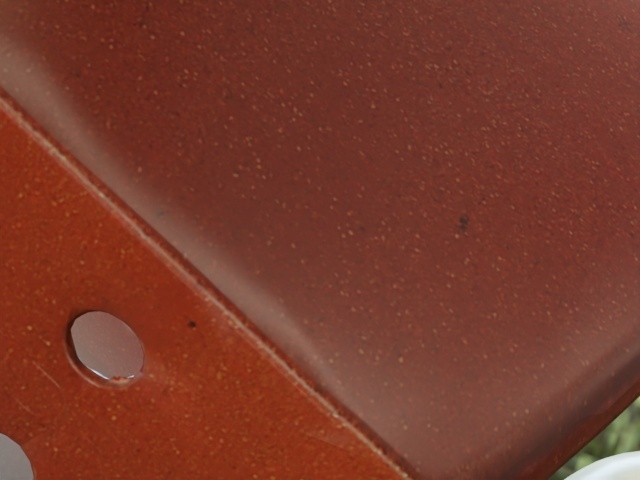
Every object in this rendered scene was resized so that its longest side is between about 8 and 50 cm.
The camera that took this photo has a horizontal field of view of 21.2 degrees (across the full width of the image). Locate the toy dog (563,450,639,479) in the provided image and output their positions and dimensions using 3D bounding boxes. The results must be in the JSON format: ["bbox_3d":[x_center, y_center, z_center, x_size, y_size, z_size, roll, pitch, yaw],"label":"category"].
[{"bbox_3d":[0.319,0.190,1.074,0.284,0.407,0.395,40,-152,-71],"label":"toy dog"}]

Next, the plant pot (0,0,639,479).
[{"bbox_3d":[-0.042,0.006,0.521,0.267,0.267,0.236,-44,4,36],"label":"plant pot"}]
